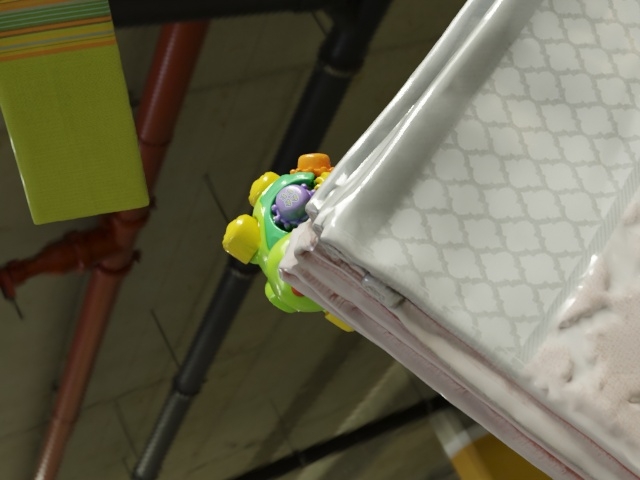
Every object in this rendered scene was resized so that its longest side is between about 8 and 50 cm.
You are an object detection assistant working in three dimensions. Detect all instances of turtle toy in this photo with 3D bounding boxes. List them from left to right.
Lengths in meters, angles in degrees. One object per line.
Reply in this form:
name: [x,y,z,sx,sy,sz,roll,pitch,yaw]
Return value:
turtle toy: [0.000,0.000,0.597,0.066,0.095,0.130,-52,7,35]

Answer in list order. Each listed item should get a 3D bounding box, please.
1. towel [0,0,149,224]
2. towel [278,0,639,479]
towel: [-0.205,-0.123,0.847,0.102,0.021,0.237,-9,-57,-3]
towel: [0.197,-0.023,0.464,0.332,0.317,0.053,-54,-3,-25]
